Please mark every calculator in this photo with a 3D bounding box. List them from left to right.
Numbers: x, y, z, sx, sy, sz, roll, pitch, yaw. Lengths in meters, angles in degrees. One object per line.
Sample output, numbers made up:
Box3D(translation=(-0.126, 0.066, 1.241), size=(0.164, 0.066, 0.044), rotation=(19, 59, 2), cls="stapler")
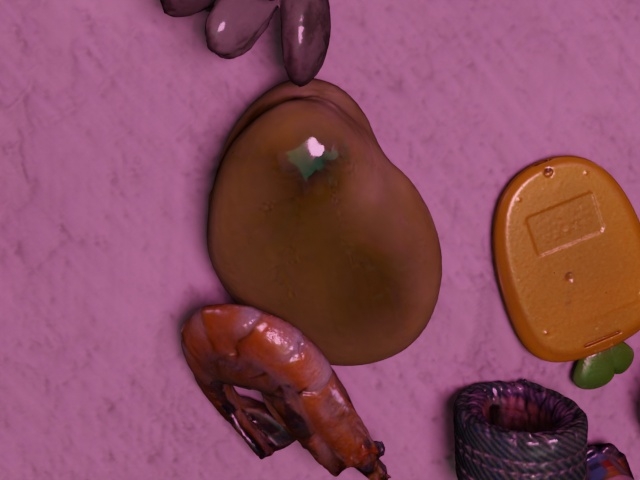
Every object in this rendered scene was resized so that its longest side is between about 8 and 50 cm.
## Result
Box3D(translation=(0.241, 0.034, 0.895), size=(0.146, 0.032, 0.235), rotation=(-23, 105, -2), cls="calculator")

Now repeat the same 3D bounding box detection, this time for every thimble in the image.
Box3D(translation=(0.180, 0.190, 0.871), size=(0.118, 0.135, 0.090), rotation=(-3, 105, -12), cls="thimble")

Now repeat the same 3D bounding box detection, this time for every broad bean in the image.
Box3D(translation=(0.000, 0.000, 0.805), size=(0.189, 0.121, 0.263), rotation=(-21, 108, 7), cls="broad bean")

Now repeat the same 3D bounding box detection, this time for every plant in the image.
Box3D(translation=(-0.014, -0.262, 0.727), size=(0.146, 0.149, 0.274), rotation=(29, 95, 1), cls="plant")

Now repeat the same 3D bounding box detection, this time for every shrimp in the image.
Box3D(translation=(-0.038, 0.152, 0.849), size=(0.145, 0.059, 0.254), rotation=(-10, 130, 29), cls="shrimp")

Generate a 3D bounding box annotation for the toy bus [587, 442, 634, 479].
Box3D(translation=(0.158, 0.358, 0.898), size=(0.386, 0.162, 0.171), rotation=(-25, 107, -1), cls="toy bus")
